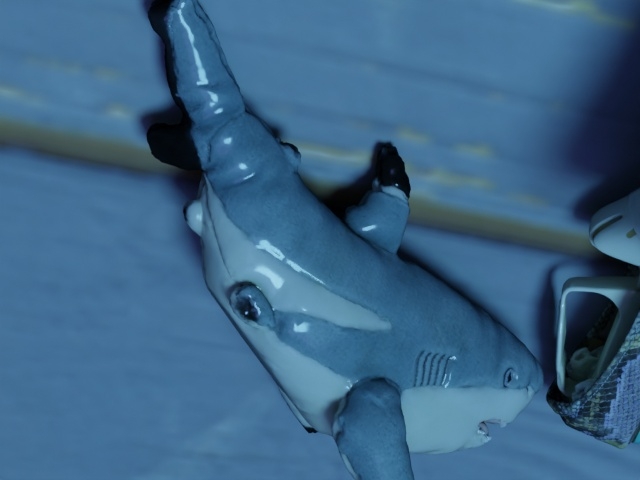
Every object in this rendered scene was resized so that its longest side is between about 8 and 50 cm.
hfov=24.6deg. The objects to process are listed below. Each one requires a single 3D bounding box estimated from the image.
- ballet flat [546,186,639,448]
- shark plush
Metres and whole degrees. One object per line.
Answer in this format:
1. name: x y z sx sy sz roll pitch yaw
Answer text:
1. ballet flat: 0.092 0.011 0.424 0.041 0.041 0.114 7 122 -15
2. shark plush: 0.000 0.000 0.409 0.067 0.073 0.161 -37 103 -7
